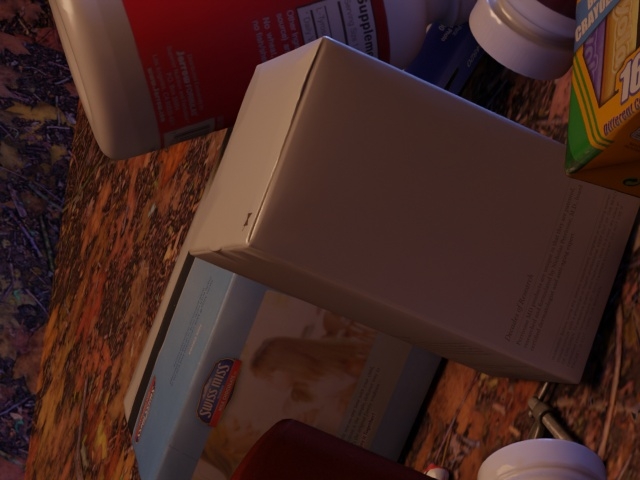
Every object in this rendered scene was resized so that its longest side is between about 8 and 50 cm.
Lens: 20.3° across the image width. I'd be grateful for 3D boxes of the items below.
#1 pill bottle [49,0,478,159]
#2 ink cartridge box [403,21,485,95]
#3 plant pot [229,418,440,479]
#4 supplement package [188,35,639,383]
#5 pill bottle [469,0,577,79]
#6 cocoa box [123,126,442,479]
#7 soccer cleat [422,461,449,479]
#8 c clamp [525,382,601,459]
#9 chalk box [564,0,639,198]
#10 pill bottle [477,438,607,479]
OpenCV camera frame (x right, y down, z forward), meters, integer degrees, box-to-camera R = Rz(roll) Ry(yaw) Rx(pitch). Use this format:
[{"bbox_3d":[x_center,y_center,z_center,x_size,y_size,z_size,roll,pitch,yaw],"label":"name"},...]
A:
[{"bbox_3d":[-0.045,-0.240,1.696,0.229,0.407,0.229,161,90,-81],"label":"pill bottle"},{"bbox_3d":[0.114,-0.222,1.927,0.224,0.045,0.223,-93,26,-47],"label":"ink cartridge box"},{"bbox_3d":[0.003,0.305,1.461,0.236,0.267,0.267,-78,13,-61],"label":"plant pot"},{"bbox_3d":[0.074,-0.019,1.425,0.175,0.293,0.177,-70,17,-8],"label":"supplement package"},{"bbox_3d":[0.220,-0.249,1.505,0.121,0.121,0.221,-93,26,-48],"label":"pill bottle"},{"bbox_3d":[-0.024,0.086,1.745,0.228,0.231,0.347,-121,51,-67],"label":"cocoa box"},{"bbox_3d":[0.089,0.232,1.604,0.083,0.029,0.036,-50,24,41],"label":"soccer cleat"},{"bbox_3d":[0.181,0.171,1.389,0.161,0.022,0.137,-114,44,-65],"label":"c clamp"},{"bbox_3d":[0.282,-0.176,1.151,0.179,0.180,0.289,138,144,-59],"label":"chalk box"},{"bbox_3d":[0.155,0.263,1.178,0.264,0.146,0.146,-89,23,-43],"label":"pill bottle"}]
